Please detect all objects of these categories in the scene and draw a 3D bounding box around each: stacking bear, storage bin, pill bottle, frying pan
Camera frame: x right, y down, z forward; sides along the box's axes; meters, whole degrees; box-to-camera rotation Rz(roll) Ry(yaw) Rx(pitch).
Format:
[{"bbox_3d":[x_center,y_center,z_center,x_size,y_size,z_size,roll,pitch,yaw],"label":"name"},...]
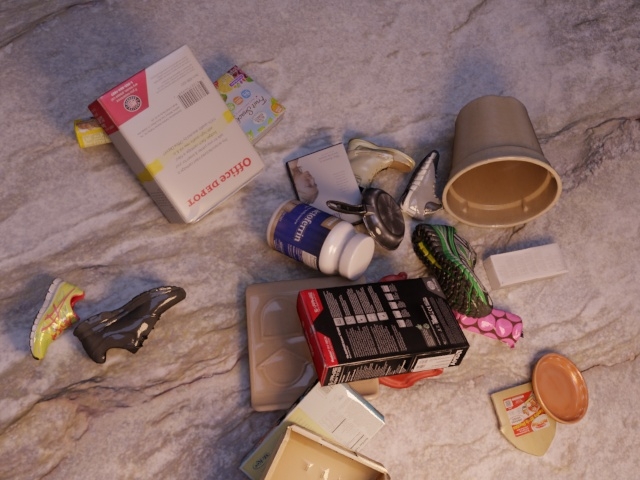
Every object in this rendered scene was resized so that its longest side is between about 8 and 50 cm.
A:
[{"bbox_3d":[0.208,0.227,1.775,0.164,0.175,0.288,22,51,-32],"label":"stacking bear"},{"bbox_3d":[-0.010,0.585,1.479,0.262,0.123,0.260,26,83,-1],"label":"storage bin"},{"bbox_3d":[0.000,0.000,1.759,0.265,0.153,0.153,24,63,25],"label":"pill bottle"},{"bbox_3d":[0.141,-0.098,1.849,0.326,0.053,0.197,37,42,-36],"label":"frying pan"}]

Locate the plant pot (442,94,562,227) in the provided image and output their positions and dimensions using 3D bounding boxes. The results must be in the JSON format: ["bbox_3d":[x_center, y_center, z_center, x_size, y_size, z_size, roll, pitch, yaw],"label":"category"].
[{"bbox_3d":[0.527,-0.254,1.971,0.334,0.333,0.305,10,56,-10],"label":"plant pot"}]

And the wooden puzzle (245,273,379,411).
[{"bbox_3d":[-0.025,0.263,1.713,0.323,0.080,0.347,-6,64,1],"label":"wooden puzzle"}]

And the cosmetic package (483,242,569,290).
[{"bbox_3d":[0.617,0.079,1.981,0.239,0.060,0.098,-9,70,-17],"label":"cosmetic package"}]

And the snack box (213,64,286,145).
[{"bbox_3d":[-0.236,-0.391,1.947,0.207,0.070,0.174,41,65,2],"label":"snack box"}]

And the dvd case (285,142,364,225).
[{"bbox_3d":[0.019,-0.143,1.906,0.181,0.022,0.252,-19,74,3],"label":"dvd case"}]

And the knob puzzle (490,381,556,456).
[{"bbox_3d":[0.571,0.500,1.822,0.213,0.030,0.213,7,68,-17],"label":"knob puzzle"}]

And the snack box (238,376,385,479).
[{"bbox_3d":[-0.020,0.484,1.582,0.187,0.060,0.322,42,94,-2],"label":"snack box"}]

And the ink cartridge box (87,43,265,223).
[{"bbox_3d":[-0.375,-0.269,1.739,0.279,0.160,0.384,-40,110,-23],"label":"ink cartridge box"}]

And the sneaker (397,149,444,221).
[{"bbox_3d":[0.334,-0.154,1.998,0.132,0.086,0.228,33,75,-5],"label":"sneaker"}]

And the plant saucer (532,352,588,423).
[{"bbox_3d":[0.669,0.418,1.856,0.200,0.037,0.199,12,61,-24],"label":"plant saucer"}]

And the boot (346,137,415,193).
[{"bbox_3d":[0.166,-0.203,1.971,0.213,0.077,0.165,18,65,0],"label":"boot"}]

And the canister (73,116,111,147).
[{"bbox_3d":[-0.581,-0.308,1.803,0.170,0.126,0.073,-15,115,-16],"label":"canister"}]

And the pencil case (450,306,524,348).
[{"bbox_3d":[0.468,0.233,1.872,0.210,0.095,0.098,18,81,-4],"label":"pencil case"}]

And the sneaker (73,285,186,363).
[{"bbox_3d":[-0.462,0.209,1.654,0.286,0.109,0.130,-27,84,-12],"label":"sneaker"}]

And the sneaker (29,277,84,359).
[{"bbox_3d":[-0.644,0.196,1.616,0.094,0.081,0.208,18,66,-9],"label":"sneaker"}]

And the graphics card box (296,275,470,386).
[{"bbox_3d":[0.147,0.213,1.603,0.371,0.094,0.232,-6,47,-18],"label":"graphics card box"}]

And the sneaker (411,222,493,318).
[{"bbox_3d":[0.395,0.069,1.848,0.147,0.134,0.343,-7,48,-21],"label":"sneaker"}]
